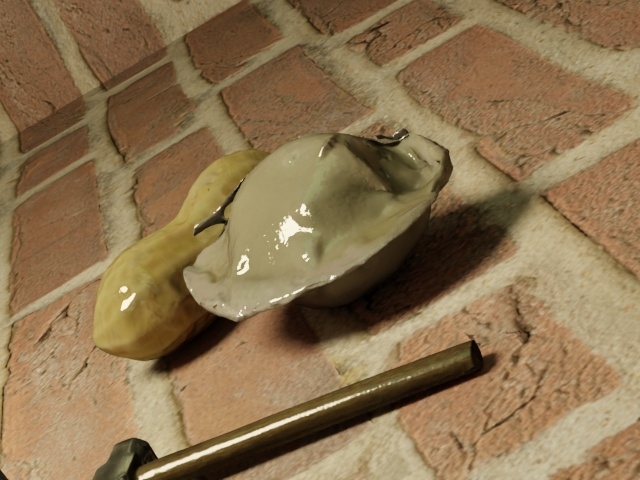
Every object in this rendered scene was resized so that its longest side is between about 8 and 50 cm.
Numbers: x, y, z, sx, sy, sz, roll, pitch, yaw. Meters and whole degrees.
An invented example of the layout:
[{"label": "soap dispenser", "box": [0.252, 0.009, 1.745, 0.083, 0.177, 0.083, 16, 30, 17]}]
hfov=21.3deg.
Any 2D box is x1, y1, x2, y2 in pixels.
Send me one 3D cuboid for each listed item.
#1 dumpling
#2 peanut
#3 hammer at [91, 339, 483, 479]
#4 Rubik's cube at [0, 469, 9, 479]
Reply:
[{"label": "dumpling", "box": [0.006, 0.004, 1.649, 0.293, 0.163, 0.204, -25, 52, 14]}, {"label": "peanut", "box": [-0.125, 0.017, 1.816, 0.313, 0.149, 0.149, -40, 19, -29]}, {"label": "hammer", "box": [-0.034, 0.157, 1.422, 0.365, 0.043, 0.111, -23, 18, 19]}, {"label": "Rubik's cube", "box": [-0.449, 0.220, 1.225, 0.304, 0.305, 0.301, -23, 19, 31]}]
